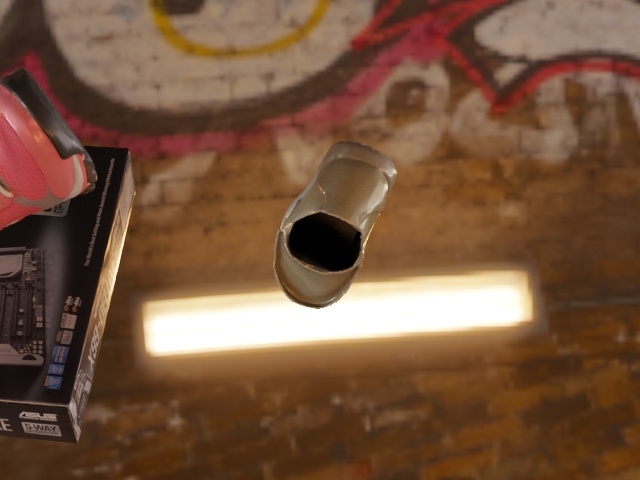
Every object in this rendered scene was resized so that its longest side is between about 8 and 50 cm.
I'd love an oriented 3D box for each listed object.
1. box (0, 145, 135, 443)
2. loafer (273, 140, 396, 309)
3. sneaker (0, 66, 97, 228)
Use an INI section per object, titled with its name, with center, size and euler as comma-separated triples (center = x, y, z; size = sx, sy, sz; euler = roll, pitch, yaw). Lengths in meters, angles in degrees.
[box]
center = -0.327, 0.038, 1.491
size = 0.242, 0.076, 0.307
euler = 6, -126, 4
[loafer]
center = 0.000, 0.000, 1.592
size = 0.102, 0.268, 0.092
euler = 26, -125, 4
[sneaker]
center = -0.291, -0.041, 1.286
size = 0.136, 0.116, 0.314
euler = -39, -175, -28
